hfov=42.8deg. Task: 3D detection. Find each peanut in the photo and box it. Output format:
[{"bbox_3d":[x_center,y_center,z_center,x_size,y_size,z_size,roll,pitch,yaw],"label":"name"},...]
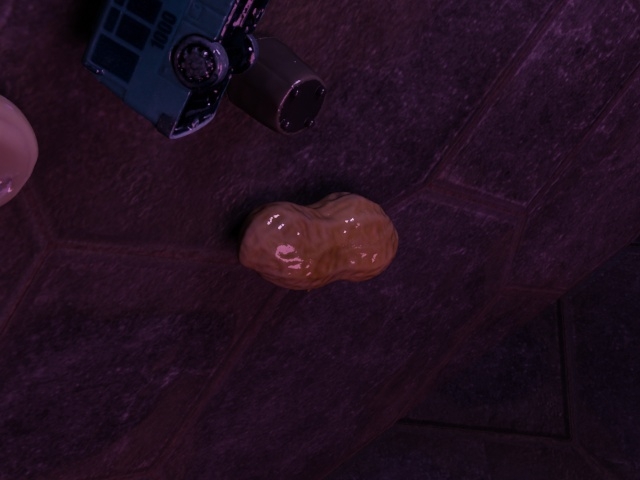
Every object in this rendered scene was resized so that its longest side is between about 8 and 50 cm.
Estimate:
[{"bbox_3d":[0.000,0.000,1.244,0.313,0.149,0.149,-7,134,-42],"label":"peanut"}]

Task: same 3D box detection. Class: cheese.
[{"bbox_3d":[-0.364,-0.094,0.734,0.137,0.064,0.227,-51,149,8],"label":"cheese"}]

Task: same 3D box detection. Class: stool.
[{"bbox_3d":[-0.052,-0.181,0.967,0.096,0.110,0.096,-33,146,-26],"label":"stool"}]

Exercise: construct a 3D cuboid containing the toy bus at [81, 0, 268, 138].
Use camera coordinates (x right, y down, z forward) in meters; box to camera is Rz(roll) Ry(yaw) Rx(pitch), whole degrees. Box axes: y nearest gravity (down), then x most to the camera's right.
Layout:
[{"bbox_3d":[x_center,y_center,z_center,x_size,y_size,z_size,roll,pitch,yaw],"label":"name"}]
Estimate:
[{"bbox_3d":[-0.116,-0.239,0.773,0.256,0.147,0.128,-58,177,24],"label":"toy bus"}]
